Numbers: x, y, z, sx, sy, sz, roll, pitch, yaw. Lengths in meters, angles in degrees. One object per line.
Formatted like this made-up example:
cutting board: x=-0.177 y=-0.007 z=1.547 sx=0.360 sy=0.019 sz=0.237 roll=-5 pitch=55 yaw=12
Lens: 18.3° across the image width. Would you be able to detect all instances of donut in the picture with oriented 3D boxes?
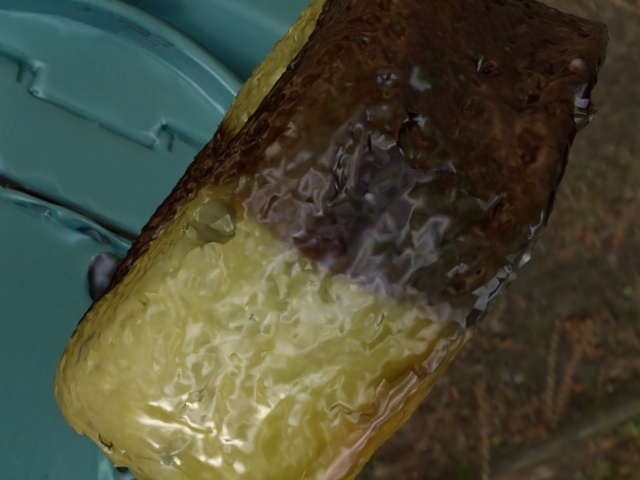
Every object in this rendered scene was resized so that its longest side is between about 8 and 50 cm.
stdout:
donut: x=0.000 y=0.000 z=0.389 sx=0.059 sy=0.140 sz=0.140 roll=37 pitch=113 yaw=-6

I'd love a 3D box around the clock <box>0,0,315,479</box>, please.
clock: x=-0.087 y=0.020 z=0.570 sx=0.223 sy=0.274 sz=0.094 roll=23 pitch=150 yaw=-23
